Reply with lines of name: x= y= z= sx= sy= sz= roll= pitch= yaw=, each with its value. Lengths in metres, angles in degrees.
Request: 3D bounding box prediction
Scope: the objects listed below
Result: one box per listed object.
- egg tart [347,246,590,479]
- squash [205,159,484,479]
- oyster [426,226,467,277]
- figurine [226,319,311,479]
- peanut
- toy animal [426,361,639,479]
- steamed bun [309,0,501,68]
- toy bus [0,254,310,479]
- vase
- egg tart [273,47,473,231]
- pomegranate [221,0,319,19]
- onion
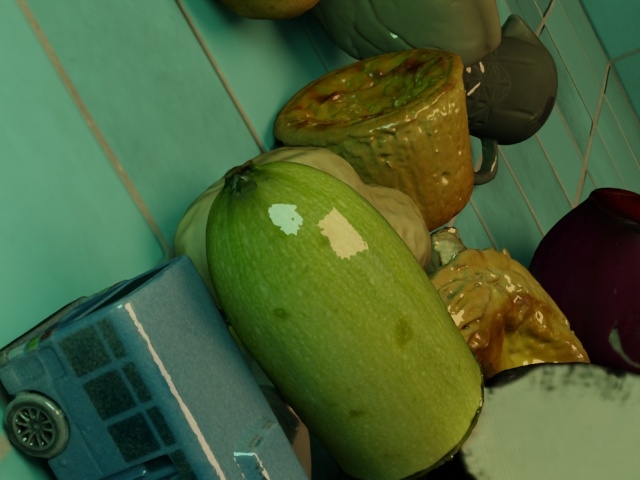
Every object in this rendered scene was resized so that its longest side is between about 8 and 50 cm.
egg tart: x=0.124 y=0.175 z=1.112 sx=0.352 sy=0.150 sz=0.352 roll=1 pitch=88 yaw=-50
squash: x=0.007 y=0.047 z=0.816 sx=0.247 sy=0.132 sz=0.132 roll=54 pitch=27 yaw=-38
oyster: x=0.154 y=0.094 z=1.316 sx=0.271 sy=0.100 sz=0.275 roll=58 pitch=-8 yaw=-15
figurine: x=-0.037 y=0.143 z=0.943 sx=0.129 sy=0.109 sz=0.178 roll=58 pitch=30 yaw=-52
peanut: x=0.000 y=0.000 z=1.053 sx=0.313 sy=0.152 sz=0.152 roll=11 pitch=59 yaw=-56
toy animal: x=0.198 y=0.267 z=0.934 sx=0.251 sy=0.251 sz=0.310 roll=-69 pitch=159 yaw=-56
steamed bun: x=0.067 y=-0.354 z=1.396 sx=0.247 sy=0.236 sz=0.383 roll=72 pitch=12 yaw=-45
toy bus: x=-0.090 y=0.140 z=0.775 sx=0.234 sy=0.133 sz=0.116 roll=62 pitch=23 yaw=-7
vase: x=0.202 y=-0.201 z=1.667 sx=0.301 sy=0.156 sz=0.251 roll=-3 pitch=97 yaw=-58
egg tart: x=0.064 y=-0.093 z=1.248 sx=0.202 sy=0.202 sz=0.147 roll=-71 pitch=146 yaw=-56
pomegranate: x=-0.049 y=-0.316 z=1.198 sx=0.196 sy=0.196 sz=0.196 roll=45 pitch=33 yaw=-39
onion: x=0.452 y=0.148 z=1.720 sx=0.398 sy=0.420 sz=0.398 roll=20 pitch=11 yaw=-4
